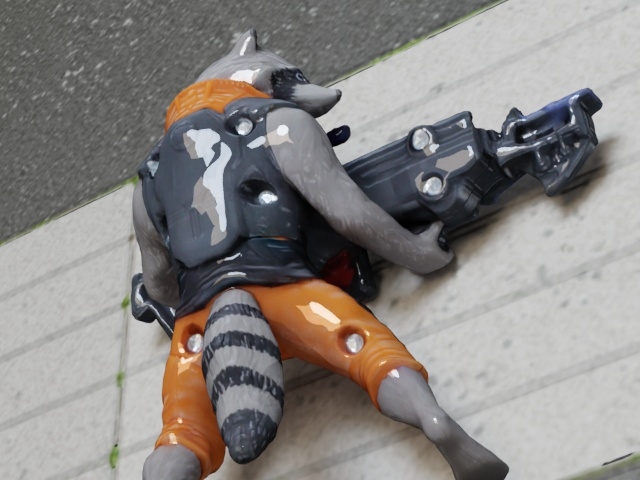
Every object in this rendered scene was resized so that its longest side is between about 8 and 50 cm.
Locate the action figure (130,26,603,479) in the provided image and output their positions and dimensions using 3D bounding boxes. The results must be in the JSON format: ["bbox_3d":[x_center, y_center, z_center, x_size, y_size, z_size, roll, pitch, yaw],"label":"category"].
[{"bbox_3d":[0.000,0.000,0.789,0.341,0.178,0.330,-30,50,18],"label":"action figure"}]
